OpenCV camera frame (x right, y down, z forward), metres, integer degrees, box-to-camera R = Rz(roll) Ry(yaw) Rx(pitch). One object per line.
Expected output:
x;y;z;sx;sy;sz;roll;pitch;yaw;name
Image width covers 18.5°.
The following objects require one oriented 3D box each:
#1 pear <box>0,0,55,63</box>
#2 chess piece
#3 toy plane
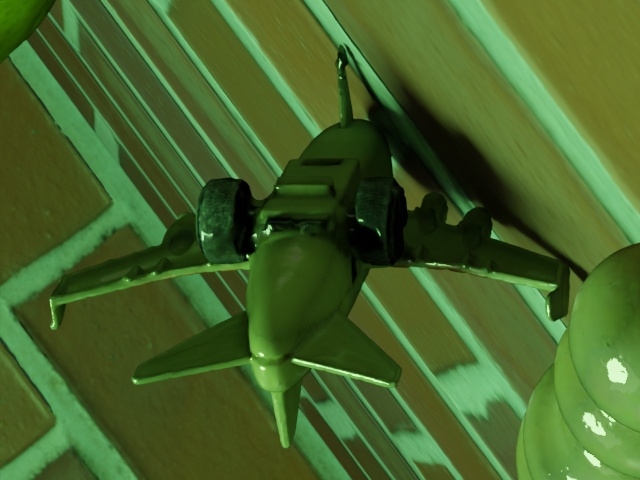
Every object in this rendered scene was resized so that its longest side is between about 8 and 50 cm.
-0.257;-0.225;0.757;0.391;0.391;0.391;52;172;11;pear
0.119;0.057;0.727;0.094;0.094;0.170;50;167;24;chess piece
0.000;0.000;0.930;0.256;0.242;0.104;-74;-22;-53;toy plane
